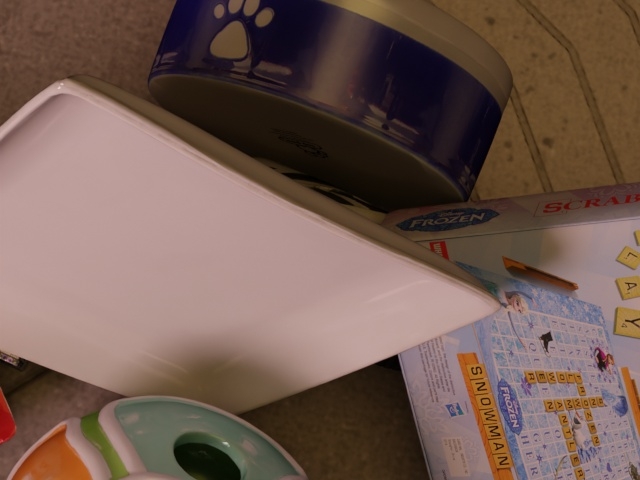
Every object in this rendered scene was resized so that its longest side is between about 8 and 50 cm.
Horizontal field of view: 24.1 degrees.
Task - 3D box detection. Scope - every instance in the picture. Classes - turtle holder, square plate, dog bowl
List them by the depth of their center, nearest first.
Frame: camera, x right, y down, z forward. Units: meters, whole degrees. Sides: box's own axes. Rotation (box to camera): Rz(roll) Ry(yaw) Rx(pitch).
[{"bbox_3d":[-0.114,0.018,1.023,0.344,0.347,0.049,26,56,-31],"label":"square plate"},{"bbox_3d":[-0.091,0.256,1.089,0.243,0.227,0.320,-42,89,-13],"label":"turtle holder"},{"bbox_3d":[0.006,-0.117,1.145,0.265,0.265,0.104,22,81,-4],"label":"dog bowl"}]

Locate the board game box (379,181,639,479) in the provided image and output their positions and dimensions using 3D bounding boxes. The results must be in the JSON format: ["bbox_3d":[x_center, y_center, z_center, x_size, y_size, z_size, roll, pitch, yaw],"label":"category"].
[{"bbox_3d":[0.226,0.114,1.097,0.318,0.066,0.319,-5,114,22],"label":"board game box"}]

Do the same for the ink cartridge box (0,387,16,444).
[{"bbox_3d":[-0.414,0.068,1.096,0.272,0.130,0.309,-27,85,1],"label":"ink cartridge box"}]

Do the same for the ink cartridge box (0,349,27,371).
[{"bbox_3d":[-0.225,0.045,1.187,0.029,0.063,0.115,25,78,-3],"label":"ink cartridge box"}]

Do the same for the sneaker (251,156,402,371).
[{"bbox_3d":[0.000,0.000,1.201,0.330,0.146,0.122,22,111,-24],"label":"sneaker"}]
